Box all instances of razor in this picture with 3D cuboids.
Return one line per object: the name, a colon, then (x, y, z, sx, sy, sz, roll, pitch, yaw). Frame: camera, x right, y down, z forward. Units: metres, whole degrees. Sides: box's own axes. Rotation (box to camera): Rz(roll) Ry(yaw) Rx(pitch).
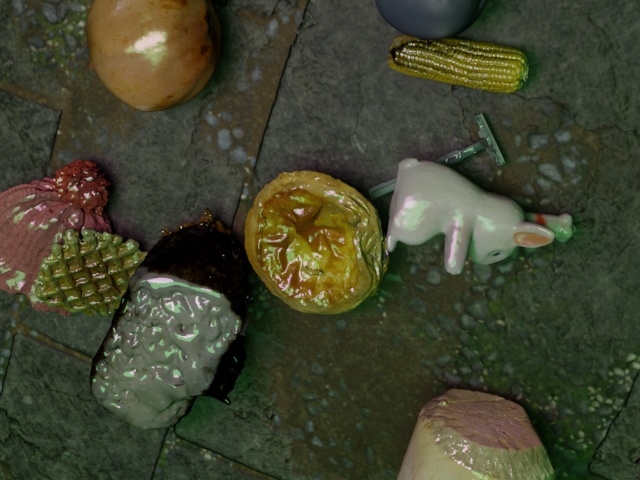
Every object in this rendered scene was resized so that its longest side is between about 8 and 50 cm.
razor: (0.165, -0.109, 1.453, 0.211, 0.036, 0.084, -25, 98, 19)

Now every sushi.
sushi: (-0.222, 0.146, 1.548, 0.234, 0.207, 0.349, 30, 119, -10)

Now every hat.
hat: (-0.442, -0.019, 1.596, 0.236, 0.107, 0.286, 27, 115, -26)

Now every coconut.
coconut: (0.235, 0.377, 1.489, 0.239, 0.239, 0.244, 14, 110, 9)

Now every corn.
corn: (0.195, -0.254, 1.380, 0.203, 0.072, 0.072, 11, 110, 11)

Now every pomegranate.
pomegranate: (-0.242, -0.293, 1.407, 0.207, 0.207, 0.207, 4, 108, 13)

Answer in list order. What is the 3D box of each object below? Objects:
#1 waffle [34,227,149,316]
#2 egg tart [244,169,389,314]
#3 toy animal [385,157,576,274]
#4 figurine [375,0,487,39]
waffle: (-0.369, 0.055, 1.589, 0.183, 0.036, 0.169, 15, 120, -34)
egg tart: (0.000, 0.000, 1.487, 0.241, 0.106, 0.241, 9, 113, 22)
toy animal: (0.224, -0.016, 1.404, 0.282, 0.140, 0.138, 24, 112, -1)
figurine: (0.159, -0.404, 1.296, 0.175, 0.197, 0.265, 14, 117, 36)
